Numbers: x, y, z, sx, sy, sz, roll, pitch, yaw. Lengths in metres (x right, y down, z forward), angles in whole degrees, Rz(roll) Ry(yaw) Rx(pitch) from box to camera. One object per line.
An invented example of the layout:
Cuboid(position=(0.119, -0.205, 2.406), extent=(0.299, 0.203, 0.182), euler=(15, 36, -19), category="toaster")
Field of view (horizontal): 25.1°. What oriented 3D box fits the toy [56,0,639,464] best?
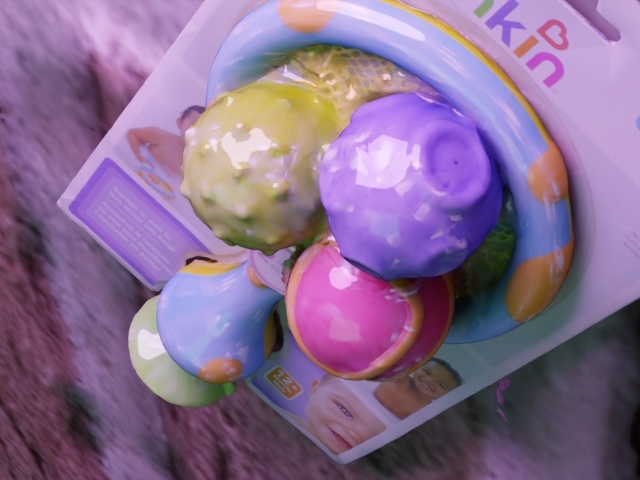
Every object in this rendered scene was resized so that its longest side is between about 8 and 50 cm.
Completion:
Cuboid(position=(0.000, 0.000, 0.396), extent=(0.137, 0.056, 0.237), euler=(43, 147, -4), category="toy")
